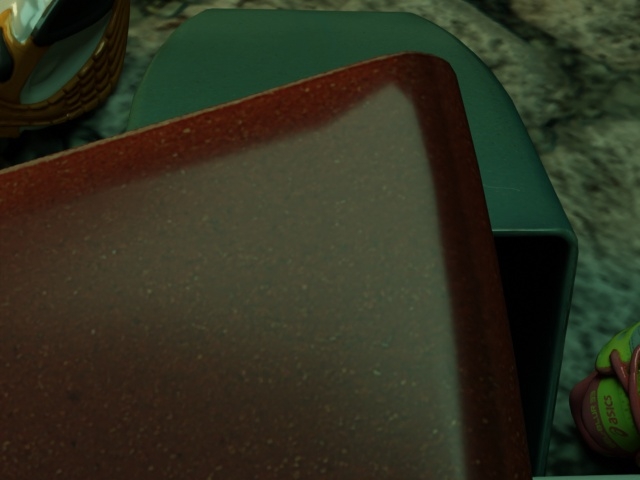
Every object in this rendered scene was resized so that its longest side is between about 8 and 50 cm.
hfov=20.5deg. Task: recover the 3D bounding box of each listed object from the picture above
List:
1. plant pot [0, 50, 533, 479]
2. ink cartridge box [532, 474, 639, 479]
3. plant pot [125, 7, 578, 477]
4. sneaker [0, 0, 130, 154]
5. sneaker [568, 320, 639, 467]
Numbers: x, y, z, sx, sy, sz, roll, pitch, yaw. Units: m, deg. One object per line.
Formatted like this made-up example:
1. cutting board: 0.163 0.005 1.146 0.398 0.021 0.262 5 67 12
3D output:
1. plant pot: -0.049 0.147 0.485 0.267 0.267 0.235 -17 62 -1
2. ink cartridge box: 0.141 0.190 0.598 0.134 0.078 0.231 -1 42 -5
3. plant pot: 0.000 0.000 0.744 0.166 0.165 0.234 1 34 -3
4. sneaker: -0.210 -0.073 0.868 0.121 0.099 0.262 18 35 26
5. sneaker: 0.151 0.059 0.686 0.094 0.208 0.081 -18 79 -8
